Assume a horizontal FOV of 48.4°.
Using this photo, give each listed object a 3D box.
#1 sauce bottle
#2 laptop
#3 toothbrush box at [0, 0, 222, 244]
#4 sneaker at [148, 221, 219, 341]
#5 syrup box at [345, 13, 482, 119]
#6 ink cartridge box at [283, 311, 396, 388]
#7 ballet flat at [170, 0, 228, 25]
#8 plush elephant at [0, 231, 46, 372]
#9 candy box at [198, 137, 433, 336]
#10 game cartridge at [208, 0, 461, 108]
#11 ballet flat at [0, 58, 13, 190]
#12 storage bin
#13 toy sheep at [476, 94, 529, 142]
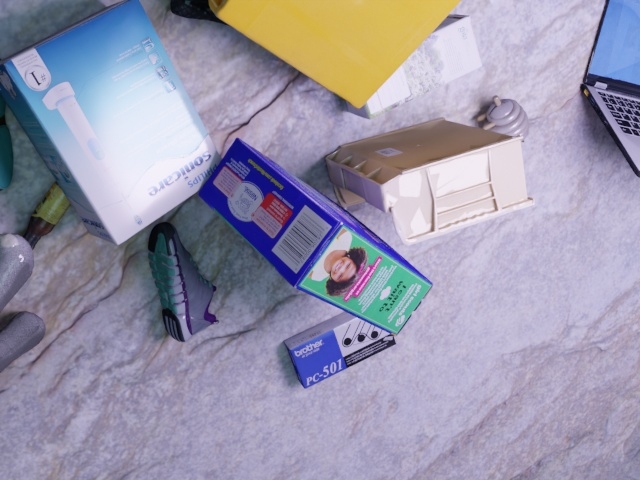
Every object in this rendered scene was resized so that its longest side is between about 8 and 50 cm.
[{"bbox_3d":[-0.438,-0.040,1.139,0.042,0.042,0.128,36,90,-27],"label":"sauce bottle"},{"bbox_3d":[0.751,-0.319,1.412,0.382,0.408,0.236,6,139,-23],"label":"laptop"},{"bbox_3d":[-0.311,-0.176,1.068,0.216,0.126,0.295,-39,118,-25],"label":"toothbrush box"},{"bbox_3d":[-0.235,0.063,1.247,0.098,0.083,0.223,-22,121,-36],"label":"sneaker"},{"bbox_3d":[0.154,-0.308,1.251,0.237,0.096,0.093,-28,116,-11],"label":"syrup box"},{"bbox_3d":[0.040,0.201,1.405,0.207,0.046,0.097,-24,114,-12],"label":"ink cartridge box"},{"bbox_3d":[-0.156,-0.367,1.147,0.173,0.049,0.057,12,60,-26],"label":"ballet flat"},{"bbox_3d":[-0.603,0.121,1.036,0.255,0.272,0.330,30,58,8],"label":"plush elephant"},{"bbox_3d":[0.000,0.000,1.142,0.122,0.268,0.317,-53,142,6],"label":"candy box"},{"bbox_3d":[0.046,-0.362,1.017,0.285,0.052,0.324,-45,142,20],"label":"game cartridge"},{"bbox_3d":[-0.505,-0.176,1.064,0.067,0.073,0.206,5,104,5],"label":"ballet flat"},{"bbox_3d":[0.177,-0.111,1.233,0.260,0.262,0.123,-18,112,-15],"label":"storage bin"},{"bbox_3d":[0.353,-0.226,1.364,0.091,0.091,0.132,-44,136,-3],"label":"toy sheep"}]
